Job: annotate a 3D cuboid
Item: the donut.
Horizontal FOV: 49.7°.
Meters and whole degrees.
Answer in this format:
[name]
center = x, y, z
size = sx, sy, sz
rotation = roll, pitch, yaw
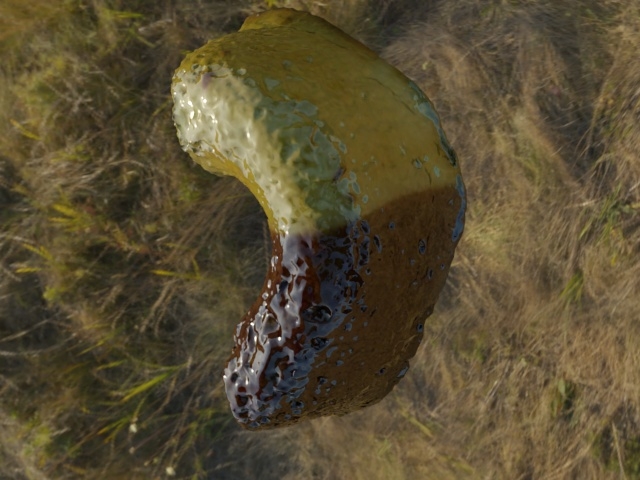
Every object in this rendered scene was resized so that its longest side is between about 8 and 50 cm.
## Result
[donut]
center = 0.000, 0.000, 0.423
size = 0.151, 0.112, 0.295
rotation = 0, 105, 41
